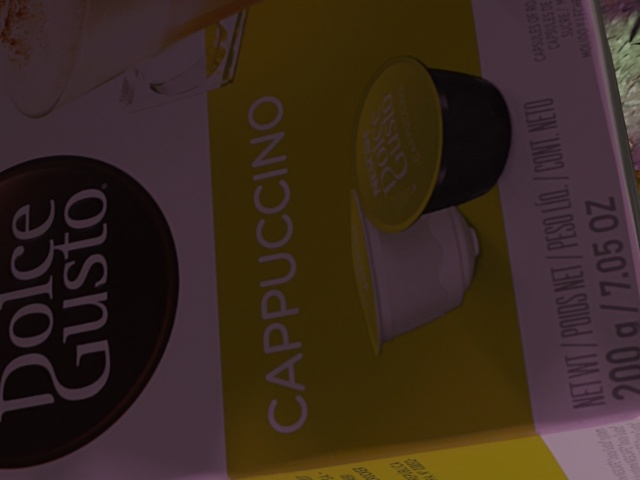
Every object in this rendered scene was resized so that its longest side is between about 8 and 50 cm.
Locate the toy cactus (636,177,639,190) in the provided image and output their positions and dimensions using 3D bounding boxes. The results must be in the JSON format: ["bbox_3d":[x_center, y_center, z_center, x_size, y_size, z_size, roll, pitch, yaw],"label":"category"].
[{"bbox_3d":[0.247,-0.004,1.236,0.219,0.112,0.180,-29,170,-7],"label":"toy cactus"}]

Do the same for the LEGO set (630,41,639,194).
[{"bbox_3d":[0.392,-0.133,0.933,0.331,0.192,0.255,-7,-165,31],"label":"LEGO set"}]

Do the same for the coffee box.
[{"bbox_3d":[0.000,0.000,0.651,0.335,0.337,0.338,-11,155,16],"label":"coffee box"}]
